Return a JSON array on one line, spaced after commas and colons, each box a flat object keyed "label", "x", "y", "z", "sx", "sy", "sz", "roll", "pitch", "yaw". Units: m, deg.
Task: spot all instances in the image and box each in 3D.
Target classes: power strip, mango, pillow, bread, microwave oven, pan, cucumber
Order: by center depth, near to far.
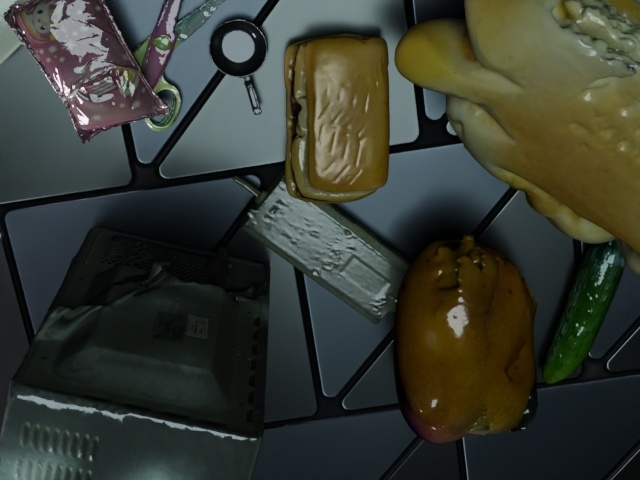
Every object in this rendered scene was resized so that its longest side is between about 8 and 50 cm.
[{"label": "bread", "x": 0.297, "y": -0.129, "z": 1.147, "sx": 0.424, "sy": 0.329, "sz": 0.245, "roll": 37, "pitch": 105, "yaw": -20}, {"label": "microwave oven", "x": -0.202, "y": 0.207, "z": 1.200, "sx": 0.236, "sy": 0.432, "sz": 0.374, "roll": 14, "pitch": 109, "yaw": -7}, {"label": "pillow", "x": -0.264, "y": -0.204, "z": 1.234, "sx": 0.118, "sy": 0.043, "sz": 0.185, "roll": -23, "pitch": 113, "yaw": 7}, {"label": "bread", "x": 0.020, "y": -0.139, "z": 1.261, "sx": 0.116, "sy": 0.077, "sz": 0.200, "roll": -4, "pitch": 103, "yaw": -15}, {"label": "pan", "x": -0.089, "y": -0.203, "z": 1.269, "sx": 0.068, "sy": 0.023, "sz": 0.115, "roll": -14, "pitch": 107, "yaw": 3}, {"label": "mango", "x": 0.174, "y": 0.127, "z": 1.318, "sx": 0.153, "sy": 0.201, "sz": 0.287, "roll": 12, "pitch": 122, "yaw": 30}, {"label": "power strip", "x": 0.000, "y": 0.000, "z": 1.341, "sx": 0.268, "sy": 0.034, "sz": 0.092, "roll": 36, "pitch": 106, "yaw": -14}, {"label": "cucumber", "x": 0.340, "y": 0.076, "z": 1.369, "sx": 0.056, "sy": 0.056, "sz": 0.250, "roll": 14, "pitch": 112, "yaw": -7}]

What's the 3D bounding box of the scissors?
[{"label": "scissors", "x": -0.186, "y": -0.228, "z": 1.259, "sx": 0.134, "sy": 0.020, "sz": 0.187, "roll": 35, "pitch": 109, "yaw": -16}]

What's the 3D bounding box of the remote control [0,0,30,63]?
[{"label": "remote control", "x": -0.298, "y": -0.318, "z": 1.214, "sx": 0.309, "sy": 0.038, "sz": 0.090, "roll": -39, "pitch": 107, "yaw": 11}]
